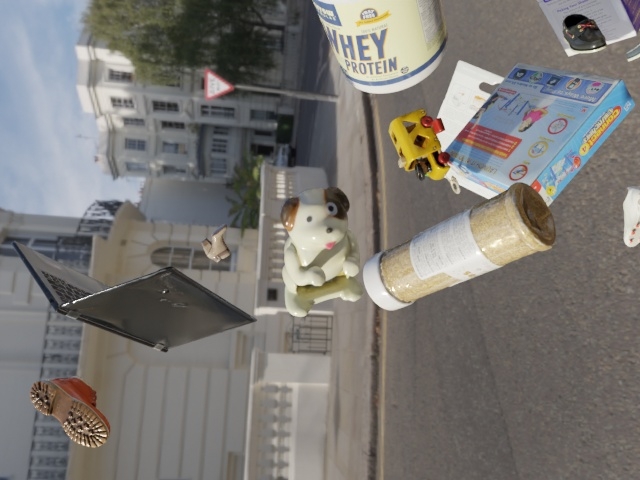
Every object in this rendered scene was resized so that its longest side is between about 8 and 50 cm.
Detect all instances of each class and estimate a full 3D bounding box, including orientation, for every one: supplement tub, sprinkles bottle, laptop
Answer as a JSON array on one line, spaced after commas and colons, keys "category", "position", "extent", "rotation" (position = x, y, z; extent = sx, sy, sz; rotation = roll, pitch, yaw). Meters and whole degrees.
[{"category": "supplement tub", "position": [0.107, -0.476, 0.999], "extent": [0.325, 0.235, 0.235], "rotation": [54, -151, -52]}, {"category": "sprinkles bottle", "position": [0.236, 0.022, 0.945], "extent": [0.355, 0.121, 0.121], "rotation": [-32, 49, 44]}, {"category": "laptop", "position": [-0.434, 0.107, 1.245], "extent": [0.236, 0.408, 0.382], "rotation": [-48, -31, -6]}]

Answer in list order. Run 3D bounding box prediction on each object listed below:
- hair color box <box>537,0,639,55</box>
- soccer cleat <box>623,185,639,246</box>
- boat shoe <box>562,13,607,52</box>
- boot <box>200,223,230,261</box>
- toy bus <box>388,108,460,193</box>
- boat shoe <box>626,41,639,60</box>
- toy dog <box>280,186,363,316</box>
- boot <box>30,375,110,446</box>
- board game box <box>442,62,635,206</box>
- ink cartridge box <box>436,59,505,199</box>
[{"category": "hair color box", "position": [0.659, -0.655, 1.316], "extent": [0.185, 0.339, 0.110], "rotation": [0, 53, 55]}, {"category": "soccer cleat", "position": [0.990, -0.077, 1.634], "extent": [0.076, 0.068, 0.196], "rotation": [-115, 19, -66]}, {"category": "boat shoe", "position": [0.448, -0.354, 0.885], "extent": [0.133, 0.049, 0.042], "rotation": [-85, -22, -54]}, {"category": "boot", "position": [-0.313, 0.011, 1.622], "extent": [0.087, 0.118, 0.042], "rotation": [50, -163, -20]}, {"category": "toy bus", "position": [0.240, -0.213, 1.266], "extent": [0.202, 0.104, 0.191], "rotation": [-116, 7, -58]}, {"category": "boat shoe", "position": [1.005, -0.624, 1.528], "extent": [0.079, 0.095, 0.254], "rotation": [52, 163, 2]}, {"category": "toy dog", "position": [0.000, 0.000, 1.762], "extent": [0.408, 0.284, 0.395], "rotation": [91, 169, -52]}, {"category": "boot", "position": [-0.384, 0.271, 0.844], "extent": [0.059, 0.158, 0.084], "rotation": [-63, -21, 7]}, {"category": "board game box", "position": [0.483, -0.250, 1.202], "extent": [0.302, 0.086, 0.308], "rotation": [-51, 33, 5]}, {"category": "ink cartridge box", "position": [0.529, -0.351, 1.679], "extent": [0.091, 0.308, 0.385], "rotation": [-33, -33, -44]}]
